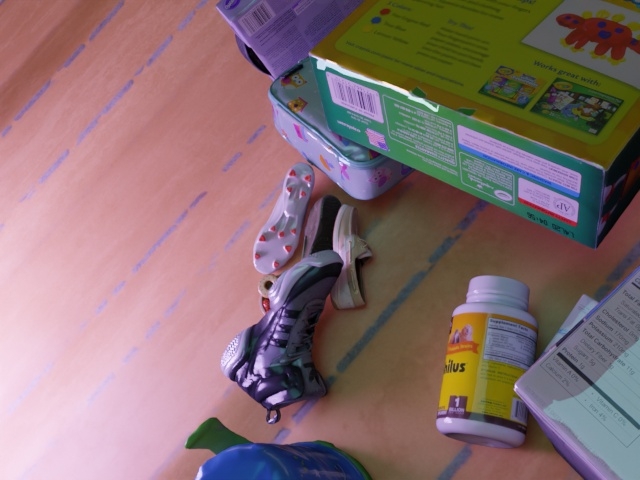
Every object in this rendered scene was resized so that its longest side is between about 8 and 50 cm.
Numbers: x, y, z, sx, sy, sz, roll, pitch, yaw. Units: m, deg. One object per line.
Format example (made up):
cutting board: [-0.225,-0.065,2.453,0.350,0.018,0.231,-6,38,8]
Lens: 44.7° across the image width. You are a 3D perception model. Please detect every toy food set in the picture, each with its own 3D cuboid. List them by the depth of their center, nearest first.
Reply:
toy food set: [-0.063,0.089,1.268,0.082,0.020,0.083,-12,63,19]

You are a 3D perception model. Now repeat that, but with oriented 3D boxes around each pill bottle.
pill bottle: [0.227,0.161,1.048,0.117,0.117,0.215,3,68,25]

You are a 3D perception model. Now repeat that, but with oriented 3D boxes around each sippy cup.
sippy cup: [-0.058,0.366,1.020,0.305,0.224,0.240,1,67,25]

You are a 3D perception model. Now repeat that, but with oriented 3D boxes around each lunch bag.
lunch bag: [0.062,-0.215,1.277,0.224,0.108,0.279,-36,58,-16]

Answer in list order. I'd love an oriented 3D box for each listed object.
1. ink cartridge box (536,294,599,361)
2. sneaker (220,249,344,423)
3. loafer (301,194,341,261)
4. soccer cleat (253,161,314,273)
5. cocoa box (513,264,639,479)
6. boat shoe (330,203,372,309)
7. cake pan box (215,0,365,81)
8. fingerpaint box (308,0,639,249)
ink cartridge box: [0.338,0.143,1.024,0.052,0.088,0.122,32,82,32]
sneaker: [-0.027,0.150,1.165,0.269,0.101,0.153,-51,61,18]
loafer: [0.000,0.000,1.265,0.050,0.056,0.148,-7,67,62]
soccer cleat: [-0.055,-0.036,1.303,0.068,0.076,0.196,23,96,3]
cocoa box: [0.389,0.195,0.825,0.228,0.347,0.231,-44,57,0]
boat shoe: [0.054,0.025,1.225,0.059,0.063,0.170,-2,76,21]
cake pan box: [-0.019,-0.390,1.336,0.267,0.246,0.070,-42,54,3]
fingerpaint box: [0.276,-0.244,1.086,0.444,0.163,0.371,28,64,31]
